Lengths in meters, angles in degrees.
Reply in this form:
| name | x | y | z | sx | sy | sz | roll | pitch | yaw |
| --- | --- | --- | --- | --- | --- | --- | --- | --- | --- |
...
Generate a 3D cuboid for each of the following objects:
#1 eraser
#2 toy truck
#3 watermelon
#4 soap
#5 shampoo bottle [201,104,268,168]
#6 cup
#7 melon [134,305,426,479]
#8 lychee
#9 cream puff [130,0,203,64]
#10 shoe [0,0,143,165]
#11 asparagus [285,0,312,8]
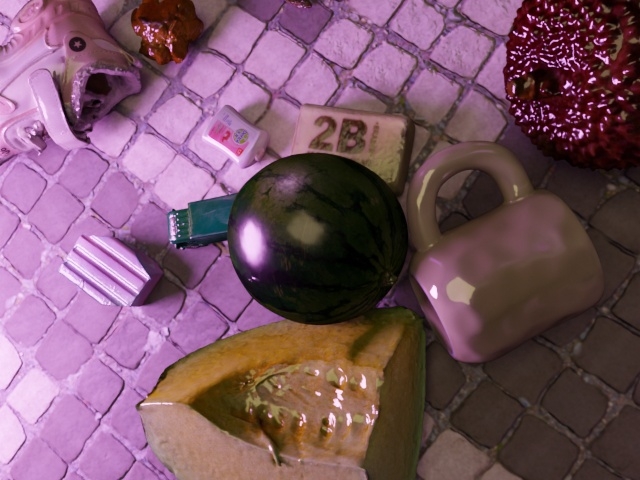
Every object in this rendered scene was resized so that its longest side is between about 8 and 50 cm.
| name | x | y | z | sx | sy | sz | roll | pitch | yaw |
| --- | --- | --- | --- | --- | --- | --- | --- | --- | --- |
| eraser | 0.046 | -0.136 | 1.126 | 0.172 | 0.058 | 0.117 | 10 | 84 | 16 |
| toy truck | -0.162 | -0.027 | 1.153 | 0.147 | 0.079 | 0.065 | -10 | 79 | 15 |
| watermelon | -0.004 | -0.002 | 1.021 | 0.242 | 0.242 | 0.242 | -3 | 80 | 15 |
| soap | -0.326 | 0.049 | 1.196 | 0.149 | 0.056 | 0.100 | 32 | 92 | 18 |
| shampoo bottle | -0.128 | -0.158 | 1.184 | 0.099 | 0.043 | 0.072 | 37 | 92 | 18 |
| cup | 0.216 | 0.018 | 0.950 | 0.202 | 0.255 | 0.173 | -26 | 32 | -3 |
| melon | -0.054 | 0.231 | 1.015 | 0.343 | 0.226 | 0.331 | 3 | 79 | 27 |
| lychee | 0.368 | -0.216 | 0.946 | 0.304 | 0.276 | 0.275 | -18 | 75 | -14 |
| cream puff | -0.247 | -0.342 | 1.227 | 0.116 | 0.094 | 0.122 | -10 | 55 | 10 |
| shoe | -0.453 | -0.227 | 1.218 | 0.198 | 0.172 | 0.351 | 43 | 95 | 14 |
| asparagus | -0.111 | -0.437 | 1.238 | 0.248 | 0.025 | 0.024 | 38 | 77 | 18 |
